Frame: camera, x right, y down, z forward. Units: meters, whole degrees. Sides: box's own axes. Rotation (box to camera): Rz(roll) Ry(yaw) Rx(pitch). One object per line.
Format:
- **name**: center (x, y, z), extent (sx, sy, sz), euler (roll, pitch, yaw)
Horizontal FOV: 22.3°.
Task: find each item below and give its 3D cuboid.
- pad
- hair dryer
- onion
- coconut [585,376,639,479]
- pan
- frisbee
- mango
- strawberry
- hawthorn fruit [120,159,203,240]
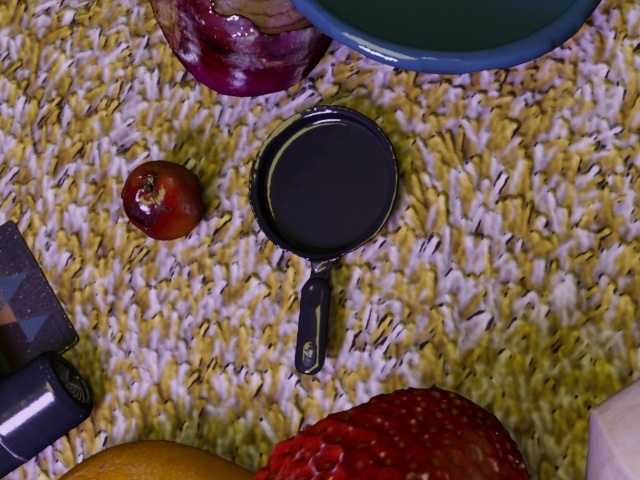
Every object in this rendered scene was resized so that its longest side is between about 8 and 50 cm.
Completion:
- **pad**: center (-0.335, 0.094, 1.491), extent (0.211, 0.003, 0.143), euler (-36, 70, 9)
- **hair dryer**: center (-0.301, 0.099, 1.445), extent (0.124, 0.071, 0.219), euler (-36, 68, 7)
- **onion**: center (-0.043, -0.224, 1.396), extent (0.218, 0.140, 0.195), euler (-22, 65, -27)
- **coconut**: center (0.287, 0.179, 1.164), extent (0.222, 0.202, 0.202), euler (-36, 71, 5)
- **pan**: center (0.000, 0.000, 1.383), extent (0.136, 0.028, 0.235), euler (0, 76, 19)
- **frisbee**: center (0.098, -0.242, 1.346), extent (0.289, 0.049, 0.289), euler (1, 56, -2)
- **mango**: center (-0.112, 0.243, 1.330), extent (0.262, 0.109, 0.157), euler (-1, 75, 17)
- **strawberry**: center (0.046, 0.229, 1.189), extent (0.238, 0.250, 0.288), euler (41, 61, -10)
- **hawthorn fruit**: center (-0.139, -0.035, 1.414), extent (0.077, 0.077, 0.077), euler (-4, 78, 18)
